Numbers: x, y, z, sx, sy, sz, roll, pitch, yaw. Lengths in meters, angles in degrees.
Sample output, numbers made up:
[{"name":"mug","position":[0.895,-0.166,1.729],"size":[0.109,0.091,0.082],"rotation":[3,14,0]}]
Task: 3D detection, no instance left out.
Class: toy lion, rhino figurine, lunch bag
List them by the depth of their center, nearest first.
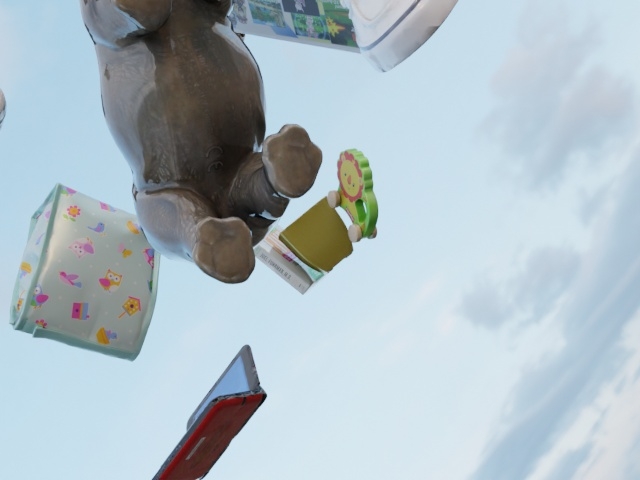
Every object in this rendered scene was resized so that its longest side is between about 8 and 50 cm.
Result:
[{"name":"rhino figurine","position":[-0.067,-0.099,0.426],"size":[0.073,0.243,0.106],"rotation":[-15,0,-19]},{"name":"toy lion","position":[0.046,-0.062,1.233],"size":[0.034,0.100,0.096],"rotation":[-11,-37,-26]},{"name":"lunch bag","position":[-0.399,0.070,1.668],"size":[0.223,0.262,0.160],"rotation":[22,-38,-27]}]

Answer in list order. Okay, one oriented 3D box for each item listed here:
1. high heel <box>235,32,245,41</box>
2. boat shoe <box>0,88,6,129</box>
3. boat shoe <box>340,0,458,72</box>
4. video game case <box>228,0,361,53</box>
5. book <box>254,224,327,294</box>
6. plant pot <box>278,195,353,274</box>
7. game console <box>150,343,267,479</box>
[{"name":"high heel","position":[-0.100,-0.406,1.629],"size":[0.093,0.186,0.261],"rotation":[-17,-81,-81]},{"name":"boat shoe","position":[-0.499,-0.123,1.128],"size":[0.267,0.096,0.088],"rotation":[-22,-16,-25]},{"name":"boat shoe","position":[0.043,-0.210,0.764],"size":[0.095,0.084,0.258],"rotation":[-44,21,18]},{"name":"video game case","position":[-0.043,-0.403,1.313],"size":[0.036,0.329,0.300],"rotation":[-44,-45,-33]},{"name":"book","position":[-0.061,0.016,1.379],"size":[0.035,0.144,0.096],"rotation":[-54,-8,19]},{"name":"plant pot","position":[0.000,0.000,1.331],"size":[0.081,0.083,0.081],"rotation":[-39,-1,-7]},{"name":"game console","position":[-0.133,0.195,1.093],"size":[0.124,0.085,0.144],"rotation":[3,-51,-55]}]
